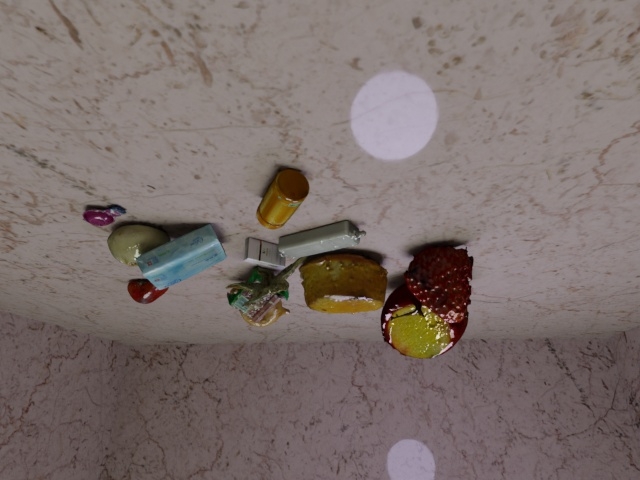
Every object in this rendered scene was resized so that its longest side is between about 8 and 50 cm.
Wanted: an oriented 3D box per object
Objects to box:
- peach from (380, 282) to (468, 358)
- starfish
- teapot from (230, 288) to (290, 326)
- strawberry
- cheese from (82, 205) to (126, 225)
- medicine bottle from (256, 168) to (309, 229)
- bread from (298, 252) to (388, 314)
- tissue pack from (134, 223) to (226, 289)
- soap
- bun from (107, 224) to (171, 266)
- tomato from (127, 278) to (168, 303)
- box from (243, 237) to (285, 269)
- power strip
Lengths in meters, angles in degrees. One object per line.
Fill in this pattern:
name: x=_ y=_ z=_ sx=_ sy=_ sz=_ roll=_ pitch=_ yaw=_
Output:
peach: x=0.465 y=0.335 z=1.834 sx=0.335 sy=0.310 sz=0.406 roll=42 pitch=136 yaw=-1
starfish: x=-0.211 y=0.169 z=1.522 sx=0.348 sy=0.358 sz=0.078 roll=-7 pitch=113 yaw=31
teapot: x=-0.298 y=0.307 z=2.005 sx=0.312 sy=0.203 sz=0.167 roll=24 pitch=-163 yaw=-2
strawberry: x=0.403 y=0.149 z=1.470 sx=0.150 sy=0.279 sz=0.254 roll=21 pitch=159 yaw=-34
cheese: x=-0.676 y=-0.077 z=1.266 sx=0.145 sy=0.038 sz=0.095 roll=-14 pitch=155 yaw=17
medicine bottle: x=-0.105 y=-0.107 z=1.101 sx=0.097 sy=0.096 sz=0.192 roll=10 pitch=155 yaw=-19
bread: x=0.088 y=0.182 z=1.633 sx=0.359 sy=0.203 sz=0.336 roll=2 pitch=152 yaw=2
tissue pack: x=-0.463 y=0.061 z=1.383 sx=0.264 sy=0.089 sz=0.177 roll=-24 pitch=159 yaw=-11
soap: x=-0.282 y=0.244 z=1.800 sx=0.218 sy=0.098 sz=0.273 roll=34 pitch=132 yaw=-11
bun: x=-0.628 y=0.033 z=1.406 sx=0.223 sy=0.127 sz=0.222 roll=-1 pitch=154 yaw=0
tomato: x=-0.836 y=0.257 z=1.965 sx=0.190 sy=0.099 sz=0.173 roll=0 pitch=155 yaw=-1
box: x=-0.200 y=0.049 z=1.478 sx=0.155 sy=0.083 sz=0.040 roll=16 pitch=153 yaw=-31
power strip: x=0.000 y=0.000 z=1.392 sx=0.339 sy=0.058 sz=0.098 roll=-13 pitch=152 yaw=30
